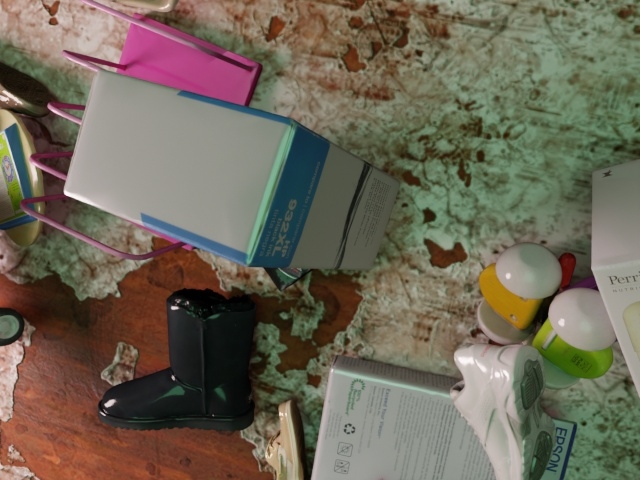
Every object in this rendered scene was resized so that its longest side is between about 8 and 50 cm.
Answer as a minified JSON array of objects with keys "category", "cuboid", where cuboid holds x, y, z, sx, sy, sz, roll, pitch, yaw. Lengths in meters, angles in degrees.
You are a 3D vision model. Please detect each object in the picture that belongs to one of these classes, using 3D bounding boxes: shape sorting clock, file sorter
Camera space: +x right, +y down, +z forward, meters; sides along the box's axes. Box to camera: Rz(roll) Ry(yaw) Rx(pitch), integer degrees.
[{"category":"shape sorting clock","cuboid":[-0.460,-0.093,0.858,0.206,0.040,0.206,16,115,39]},{"category":"file sorter","cuboid":[-0.244,-0.143,0.762,0.202,0.182,0.290,24,103,8]}]

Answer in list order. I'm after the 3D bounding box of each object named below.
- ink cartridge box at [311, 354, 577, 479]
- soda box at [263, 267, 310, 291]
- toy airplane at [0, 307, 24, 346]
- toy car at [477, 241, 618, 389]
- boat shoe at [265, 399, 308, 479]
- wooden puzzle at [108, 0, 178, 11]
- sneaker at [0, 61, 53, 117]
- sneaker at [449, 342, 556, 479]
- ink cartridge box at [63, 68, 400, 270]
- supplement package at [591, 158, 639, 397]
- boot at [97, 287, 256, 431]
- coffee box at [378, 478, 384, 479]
[{"category":"ink cartridge box","cuboid":[0.152,0.352,0.813,0.331,0.071,0.323,11,101,7]},{"category":"soda box","cuboid":[0.000,0.000,0.792,0.169,0.060,0.053,-37,86,15]},{"category":"toy airplane","cuboid":[-0.622,0.003,0.820,0.384,0.273,0.386,46,126,26]},{"category":"toy car","cuboid":[0.292,0.080,0.703,0.136,0.159,0.182,-29,57,-23]},{"category":"boat shoe","cuboid":[-0.055,0.322,0.856,0.059,0.063,0.169,-4,99,7]},{"category":"wooden puzzle","cuboid":[-0.258,-0.410,0.762,0.239,0.044,0.220,13,76,13]},{"category":"sneaker","cuboid":[-0.489,-0.226,0.875,0.188,0.066,0.071,33,121,11]},{"category":"sneaker","cuboid":[0.220,0.218,0.710,0.115,0.090,0.232,11,120,46]},{"category":"ink cartridge box","cuboid":[-0.071,-0.059,0.625,0.223,0.307,0.128,19,94,24]},{"category":"supplement package","cuboid":[0.413,0.056,0.573,0.199,0.198,0.262,-15,116,34]},{"category":"boot","cuboid":[-0.214,0.172,0.849,0.247,0.094,0.207,1,103,6]},{"category":"coffee box","cuboid":[0.103,0.469,0.757,0.141,0.098,0.246,-40,91,15]}]
